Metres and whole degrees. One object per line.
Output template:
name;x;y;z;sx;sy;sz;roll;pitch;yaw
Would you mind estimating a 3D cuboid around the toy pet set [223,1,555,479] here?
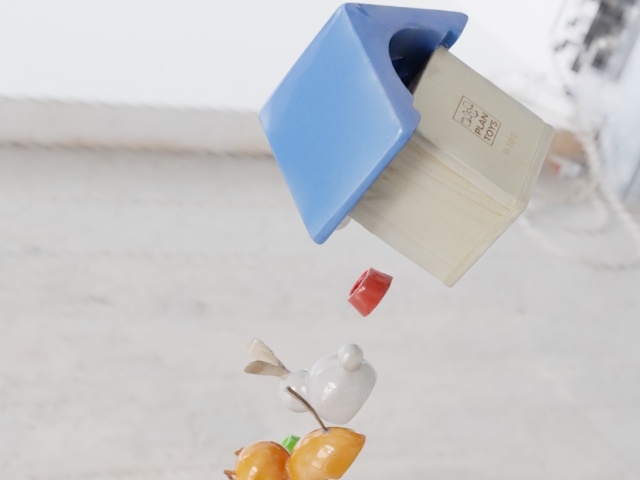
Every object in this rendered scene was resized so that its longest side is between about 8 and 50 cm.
toy pet set;0.000;0.000;0.491;0.065;0.114;0.122;35;38;-7
